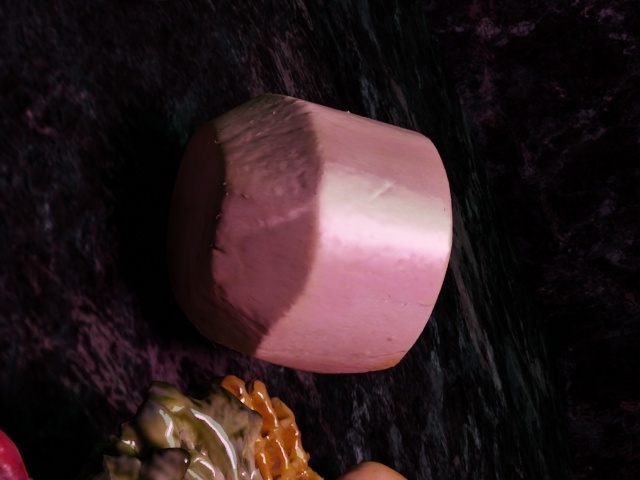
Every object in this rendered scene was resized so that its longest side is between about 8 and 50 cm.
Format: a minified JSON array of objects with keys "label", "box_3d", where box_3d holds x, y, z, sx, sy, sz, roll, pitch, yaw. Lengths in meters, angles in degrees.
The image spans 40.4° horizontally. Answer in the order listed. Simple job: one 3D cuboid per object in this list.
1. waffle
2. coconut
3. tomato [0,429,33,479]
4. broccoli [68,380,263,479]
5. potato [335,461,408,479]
[{"label":"waffle","box_3d":[-0.050,0.231,0.668,0.253,0.056,0.249,51,31,-54]},{"label":"coconut","box_3d":[0.002,-0.001,0.689,0.241,0.241,0.241,-15,90,-71]},{"label":"tomato","box_3d":[-0.200,0.114,0.289,0.189,0.099,0.173,-46,149,-22]},{"label":"broccoli","box_3d":[-0.041,0.222,0.417,0.248,0.245,0.288,113,-8,-79]},{"label":"potato","box_3d":[0.067,0.326,0.820,0.150,0.146,0.234,107,-23,-67]}]
